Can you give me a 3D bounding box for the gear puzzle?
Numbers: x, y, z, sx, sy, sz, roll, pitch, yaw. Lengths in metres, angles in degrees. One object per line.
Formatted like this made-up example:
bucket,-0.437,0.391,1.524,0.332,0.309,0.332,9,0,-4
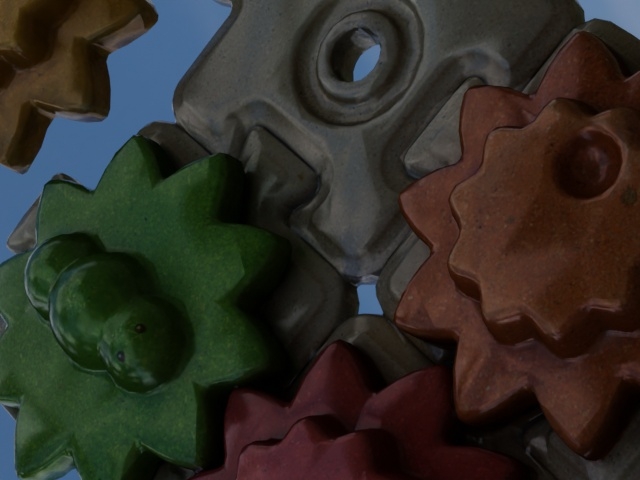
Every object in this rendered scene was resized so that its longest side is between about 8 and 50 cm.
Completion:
gear puzzle,0.000,0.000,0.402,0.339,0.175,0.044,43,-172,35
